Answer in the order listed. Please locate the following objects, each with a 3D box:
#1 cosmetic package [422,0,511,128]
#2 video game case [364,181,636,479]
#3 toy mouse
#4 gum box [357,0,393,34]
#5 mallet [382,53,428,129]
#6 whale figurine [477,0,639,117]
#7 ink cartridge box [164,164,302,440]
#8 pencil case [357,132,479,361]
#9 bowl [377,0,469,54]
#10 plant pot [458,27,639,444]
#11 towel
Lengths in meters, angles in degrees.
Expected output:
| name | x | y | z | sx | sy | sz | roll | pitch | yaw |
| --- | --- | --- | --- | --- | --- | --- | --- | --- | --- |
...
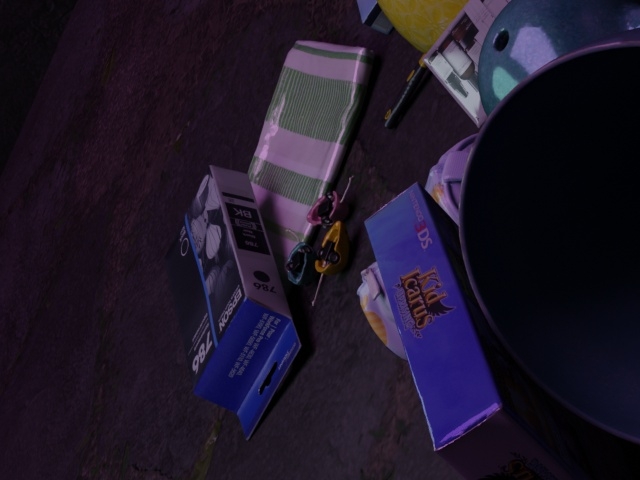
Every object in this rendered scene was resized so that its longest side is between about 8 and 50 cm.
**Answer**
| name | x | y | z | sx | sy | sz | roll | pitch | yaw |
| --- | --- | --- | --- | --- | --- | --- | --- | --- | --- |
| cosmetic package | 0.206 | -0.225 | 1.535 | 0.099 | 0.060 | 0.239 | 51 | 126 | 16 |
| video game case | 0.147 | 0.116 | 1.194 | 0.061 | 0.244 | 0.269 | -35 | 34 | 14 |
| toy mouse | 0.000 | 0.000 | 1.865 | 0.143 | 0.031 | 0.161 | 7 | 75 | 64 |
| gum box | 0.096 | -0.368 | 1.966 | 0.157 | 0.041 | 0.184 | -54 | 28 | 29 |
| mallet | 0.118 | -0.210 | 1.799 | 0.190 | 0.039 | 0.062 | -55 | 27 | 36 |
| whale figurine | 0.222 | -0.121 | 1.368 | 0.216 | 0.141 | 0.272 | -53 | 31 | 30 |
| ink cartridge box | -0.114 | 0.070 | 1.954 | 0.165 | 0.065 | 0.333 | -61 | 31 | 29 |
| pencil case | 0.122 | 0.011 | 1.409 | 0.113 | 0.124 | 0.273 | -54 | -2 | -29 |
| bowl | 0.136 | -0.356 | 1.672 | 0.289 | 0.156 | 0.289 | -35 | 38 | 34 |
| plant pot | 0.267 | -0.028 | 1.087 | 0.290 | 0.290 | 0.195 | -46 | -5 | 41 |
| towel | -0.037 | -0.099 | 2.024 | 0.248 | 0.038 | 0.325 | 21 | 89 | 65 |
